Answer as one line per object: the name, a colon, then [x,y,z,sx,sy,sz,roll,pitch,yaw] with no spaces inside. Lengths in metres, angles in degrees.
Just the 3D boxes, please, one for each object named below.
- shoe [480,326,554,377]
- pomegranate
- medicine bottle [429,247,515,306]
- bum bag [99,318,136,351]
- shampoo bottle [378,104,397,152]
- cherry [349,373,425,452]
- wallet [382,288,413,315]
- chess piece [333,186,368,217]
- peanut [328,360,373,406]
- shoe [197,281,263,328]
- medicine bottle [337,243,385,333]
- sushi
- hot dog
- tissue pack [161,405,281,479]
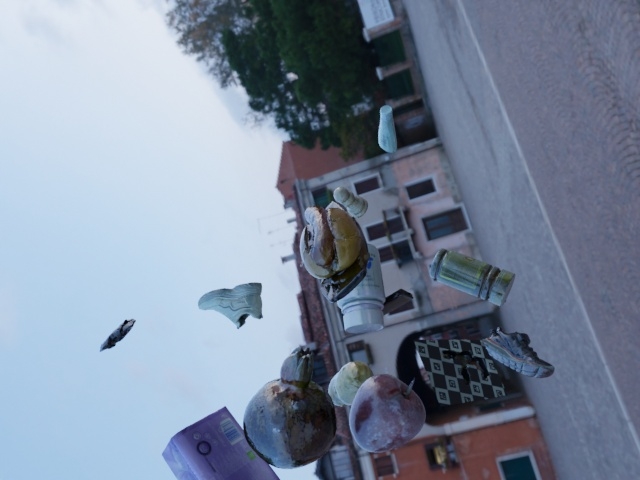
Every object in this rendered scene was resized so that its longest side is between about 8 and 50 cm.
shoe: [0.777,0.430,2.158,0.291,0.137,0.114,27,159,36]
pomegranate: [-0.077,0.479,1.618,0.285,0.285,0.340,-49,-34,-76]
medicine bottle: [0.639,0.151,2.346,0.151,0.323,0.151,-45,-33,-40]
bum bag: [-0.556,0.260,1.519,0.034,0.124,0.058,47,171,-15]
shampoo bottle: [0.206,-0.344,1.710,0.069,0.041,0.190,45,168,23]
cherry: [0.219,0.546,1.783,0.236,0.285,0.213,34,-169,1]
wallet: [0.236,0.242,2.020,0.110,0.198,0.031,27,-145,-56]
chess piece: [0.126,-0.175,2.426,0.171,0.094,0.094,32,-142,-44]
peanut: [0.108,0.562,2.124,0.318,0.148,0.147,121,143,-55]
shoe: [-0.437,0.335,2.728,0.132,0.342,0.210,34,-136,-74]
medicine bottle: [0.137,0.168,1.929,0.170,0.170,0.292,49,-148,-62]
sushi: [0.386,0.369,1.565,0.280,0.043,0.192,3,-127,-34]
hot dog: [0.005,-0.003,1.385,0.107,0.194,0.326,46,-175,-34]
tissue pack: [-0.319,0.748,1.799,0.338,0.160,0.242,48,-145,20]
